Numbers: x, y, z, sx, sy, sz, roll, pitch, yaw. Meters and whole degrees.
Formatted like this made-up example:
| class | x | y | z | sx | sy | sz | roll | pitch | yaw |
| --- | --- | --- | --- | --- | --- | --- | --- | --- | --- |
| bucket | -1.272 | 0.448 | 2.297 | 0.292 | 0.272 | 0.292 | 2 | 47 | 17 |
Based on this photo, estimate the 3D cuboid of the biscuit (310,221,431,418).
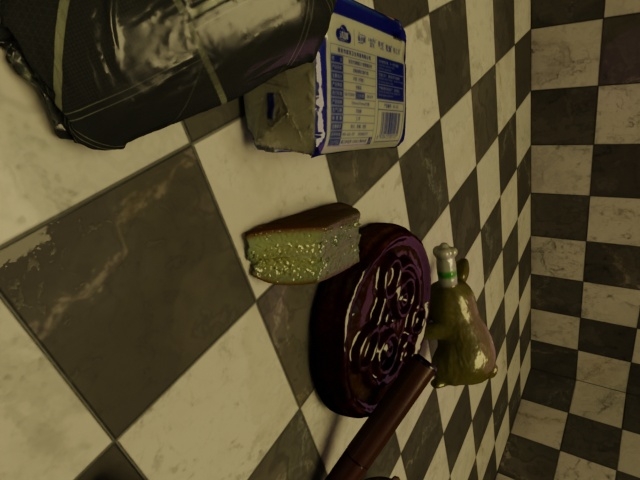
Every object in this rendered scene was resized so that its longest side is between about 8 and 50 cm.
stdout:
| class | x | y | z | sx | sy | sz | roll | pitch | yaw |
| --- | --- | --- | --- | --- | --- | --- | --- | --- | --- |
| biscuit | 0.128 | 0.165 | 0.909 | 0.407 | 0.091 | 0.407 | -16 | 110 | -53 |

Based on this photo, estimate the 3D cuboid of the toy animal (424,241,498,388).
| class | x | y | z | sx | sy | sz | roll | pitch | yaw |
| --- | --- | --- | --- | --- | --- | --- | --- | --- | --- |
| toy animal | 0.327 | 0.191 | 1.143 | 0.181 | 0.181 | 0.362 | -9 | 81 | -60 |

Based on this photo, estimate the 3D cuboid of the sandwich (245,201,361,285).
| class | x | y | z | sx | sy | sz | roll | pitch | yaw |
| --- | --- | --- | --- | --- | --- | --- | --- | --- | --- |
| sandwich | 0.000 | 0.000 | 0.698 | 0.258 | 0.096 | 0.094 | -24 | 122 | -47 |

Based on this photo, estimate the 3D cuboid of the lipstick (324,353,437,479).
| class | x | y | z | sx | sy | sz | roll | pitch | yaw |
| --- | --- | --- | --- | --- | --- | --- | --- | --- | --- |
| lipstick | 0.099 | 0.372 | 0.837 | 0.356 | 0.057 | 0.057 | -53 | 140 | -4 |

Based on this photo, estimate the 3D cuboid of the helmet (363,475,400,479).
| class | x | y | z | sx | sy | sz | roll | pitch | yaw |
| --- | --- | --- | --- | --- | --- | --- | --- | --- | --- |
| helmet | 0.099 | 0.602 | 0.922 | 0.198 | 0.130 | 0.224 | -9 | 94 | -57 |

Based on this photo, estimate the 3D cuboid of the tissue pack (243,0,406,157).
| class | x | y | z | sx | sy | sz | roll | pitch | yaw |
| --- | --- | --- | --- | --- | --- | --- | --- | --- | --- |
| tissue pack | 0.017 | -0.231 | 0.640 | 0.270 | 0.137 | 0.209 | -23 | 113 | -53 |

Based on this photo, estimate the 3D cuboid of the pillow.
| class | x | y | z | sx | sy | sz | roll | pitch | yaw |
| --- | --- | --- | --- | --- | --- | --- | --- | --- | --- |
| pillow | -0.114 | -0.211 | 0.422 | 0.335 | 0.092 | 0.161 | -30 | 130 | -14 |
